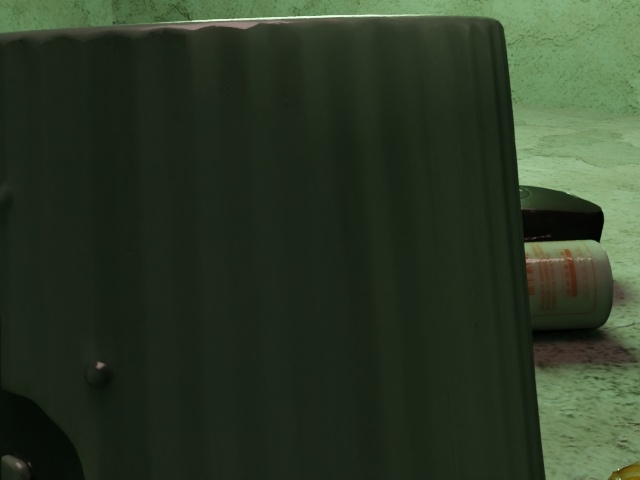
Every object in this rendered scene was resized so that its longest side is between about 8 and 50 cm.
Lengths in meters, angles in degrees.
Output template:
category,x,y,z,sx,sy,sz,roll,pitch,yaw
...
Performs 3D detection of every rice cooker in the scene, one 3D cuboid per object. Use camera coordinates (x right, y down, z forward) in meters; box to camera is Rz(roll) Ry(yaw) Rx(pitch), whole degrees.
category,x,y,z,sx,sy,sz,roll,pitch,yaw
rice cooker,0.259,-0.009,1.340,0.203,0.118,0.142,-4,17,-14

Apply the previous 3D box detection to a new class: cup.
category,x,y,z,sx,sy,sz,roll,pitch,yaw
cup,-0.073,0.091,0.555,0.400,0.392,0.310,1,10,23

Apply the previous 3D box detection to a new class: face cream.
category,x,y,z,sx,sy,sz,roll,pitch,yaw
face cream,0.187,0.053,1.163,0.251,0.101,0.101,-2,16,-6

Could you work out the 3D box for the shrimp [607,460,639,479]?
category,x,y,z,sx,sy,sz,roll,pitch,yaw
shrimp,0.258,0.219,0.682,0.152,0.063,0.287,15,17,9
